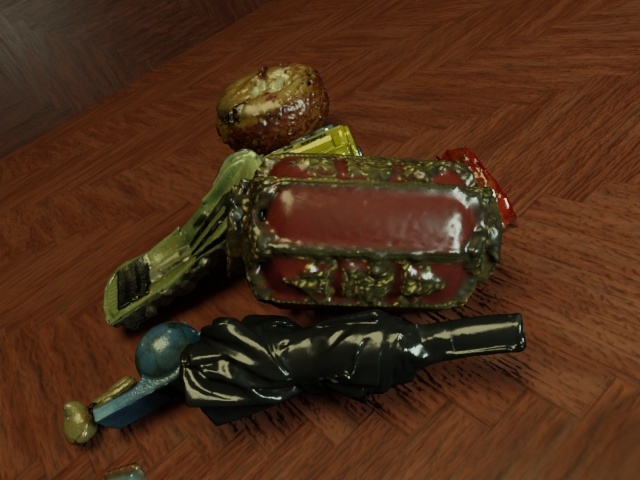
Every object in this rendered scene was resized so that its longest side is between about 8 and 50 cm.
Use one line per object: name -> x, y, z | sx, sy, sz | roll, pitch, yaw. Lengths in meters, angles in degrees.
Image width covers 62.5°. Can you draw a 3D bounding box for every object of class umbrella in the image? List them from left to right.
umbrella -> 0.019, 0.108, 0.511 | 0.340, 0.118, 0.118 | -12, 35, 21

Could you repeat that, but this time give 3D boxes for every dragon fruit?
dragon fruit -> 0.163, -0.064, 0.680 | 0.106, 0.083, 0.162 | -27, 35, 3

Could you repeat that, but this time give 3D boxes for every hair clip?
hair clip -> -0.180, 0.012, 0.779 | 0.321, 0.091, 0.138 | -40, 45, 12

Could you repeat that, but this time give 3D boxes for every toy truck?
toy truck -> -0.043, -0.111, 0.839 | 0.227, 0.098, 0.114 | -20, 13, 10

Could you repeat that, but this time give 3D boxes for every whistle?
whistle -> -0.192, 0.147, 0.623 | 0.158, 0.090, 0.090 | -28, 33, -1

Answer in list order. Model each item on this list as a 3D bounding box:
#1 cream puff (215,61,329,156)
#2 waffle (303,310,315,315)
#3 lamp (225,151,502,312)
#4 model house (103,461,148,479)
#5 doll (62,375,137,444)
cream puff -> -0.095, -0.249, 1.044 | 0.240, 0.164, 0.240 | -7, 45, 7
waffle -> 0.000, 0.000, 0.721 | 0.221, 0.055, 0.234 | -36, 33, -16
lamp -> 0.041, -0.005, 0.549 | 0.274, 0.177, 0.177 | 0, 35, -3
model house -> -0.179, 0.266, 0.434 | 0.148, 0.119, 0.148 | -20, 23, 13
doll -> -0.266, 0.205, 0.640 | 0.093, 0.051, 0.061 | -21, -1, -33
